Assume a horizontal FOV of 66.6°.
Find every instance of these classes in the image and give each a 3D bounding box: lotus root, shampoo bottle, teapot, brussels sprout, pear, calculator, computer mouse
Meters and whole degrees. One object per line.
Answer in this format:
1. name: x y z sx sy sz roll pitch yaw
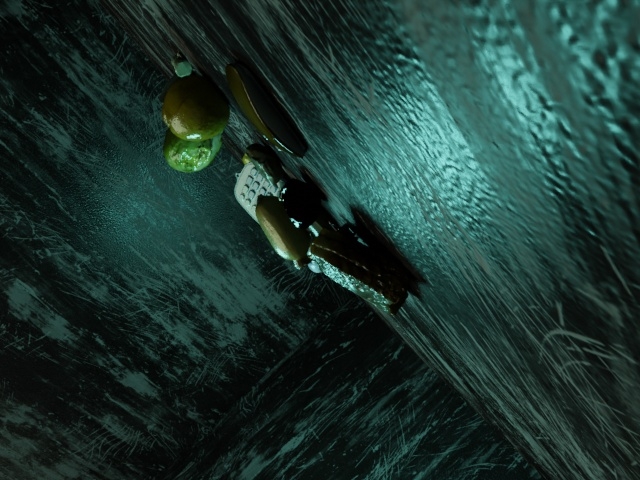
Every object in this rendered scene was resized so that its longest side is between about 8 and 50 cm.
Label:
1. lotus root: -0.121 -0.040 1.701 0.131 0.146 0.303 -29 97 42
2. shampoo bottle: 0.023 -0.018 1.666 0.350 0.084 0.125 49 163 -23
3. teapot: -0.488 -0.538 1.817 0.149 0.162 0.239 36 -151 -38
4. brussels sprout: -0.618 -0.484 2.404 0.268 0.344 0.344 42 180 -33
5. teapot: -0.475 -0.598 1.648 0.083 0.057 0.067 49 141 39
6. pear: -0.406 -0.419 1.566 0.209 0.209 0.209 48 176 4
7. calculator: -0.164 -0.129 1.804 0.386 0.054 0.256 38 136 2
8. computer mouse: -0.119 -0.261 1.023 0.245 0.056 0.126 49 177 -39

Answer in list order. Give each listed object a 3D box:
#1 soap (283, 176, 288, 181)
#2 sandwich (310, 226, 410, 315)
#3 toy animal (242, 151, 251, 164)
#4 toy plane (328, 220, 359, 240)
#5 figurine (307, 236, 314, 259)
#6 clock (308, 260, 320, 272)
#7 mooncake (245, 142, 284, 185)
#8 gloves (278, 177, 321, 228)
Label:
1. soap: -0.163 -0.192 1.903 0.250 0.099 0.162 48 176 -14
2. sandwich: 0.105 0.087 1.300 0.271 0.099 0.301 27 170 14
3. toy animal: -0.249 -0.304 2.016 0.159 0.070 0.083 43 175 -5
4. toy plane: 0.075 -0.010 1.376 0.130 0.061 0.189 49 172 -6
5. figurine: -0.036 0.006 1.935 0.271 0.143 0.143 19 -170 -26
6. clock: -0.036 0.061 2.507 0.254 0.189 0.189 47 176 35
7. mooncake: -0.183 -0.260 1.607 0.130 0.073 0.125 42 170 46
8. gloves: -0.059 -0.114 1.435 0.203 0.124 0.164 -82 -24 -67
